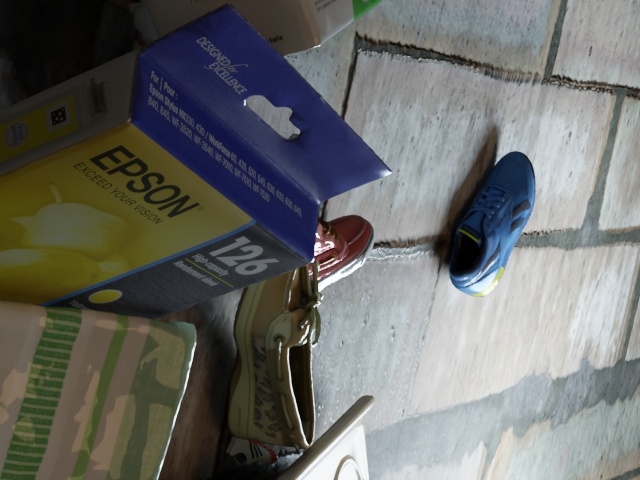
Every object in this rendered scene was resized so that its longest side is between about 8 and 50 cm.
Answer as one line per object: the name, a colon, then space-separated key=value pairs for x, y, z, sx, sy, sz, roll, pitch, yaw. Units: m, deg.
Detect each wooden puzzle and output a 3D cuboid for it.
wooden puzzle: x=-0.013 y=0.378 z=1.666 sx=0.322 sy=0.080 sz=0.347 roll=-30 pitch=121 yaw=-67

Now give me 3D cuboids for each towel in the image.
towel: x=-0.253 y=0.168 z=1.167 sx=0.325 sy=0.038 sz=0.248 roll=12 pitch=95 yaw=-44

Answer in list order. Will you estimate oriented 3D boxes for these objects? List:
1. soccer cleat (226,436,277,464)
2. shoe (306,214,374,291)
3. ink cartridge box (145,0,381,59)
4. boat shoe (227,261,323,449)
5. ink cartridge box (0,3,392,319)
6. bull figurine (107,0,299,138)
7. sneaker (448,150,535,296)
soccer cleat: x=-0.075 y=0.231 z=1.613 sx=0.035 sy=0.029 sz=0.083 roll=-57 pitch=145 yaw=-11
shoe: x=0.000 y=0.000 z=1.584 sx=0.178 sy=0.063 sz=0.081 roll=-37 pitch=140 yaw=-41
ink cartridge box: x=-0.070 y=-0.286 z=1.117 sx=0.211 sy=0.121 sz=0.289 roll=-47 pitch=121 yaw=-66
boat shoe: x=-0.033 y=0.097 z=1.494 sx=0.104 sy=0.089 sz=0.285 roll=-63 pitch=166 yaw=-46
ink cartridge box: x=-0.131 y=-0.029 z=1.125 sx=0.303 sy=0.307 sz=0.072 roll=39 pitch=36 yaw=-58
bull figurine: x=-0.097 y=-0.115 z=1.319 sx=0.188 sy=0.101 sz=0.310 roll=-39 pitch=136 yaw=-48
sneaker: x=0.225 y=-0.029 z=1.958 sx=0.082 sy=0.069 sz=0.209 roll=39 pitch=71 yaw=-55
